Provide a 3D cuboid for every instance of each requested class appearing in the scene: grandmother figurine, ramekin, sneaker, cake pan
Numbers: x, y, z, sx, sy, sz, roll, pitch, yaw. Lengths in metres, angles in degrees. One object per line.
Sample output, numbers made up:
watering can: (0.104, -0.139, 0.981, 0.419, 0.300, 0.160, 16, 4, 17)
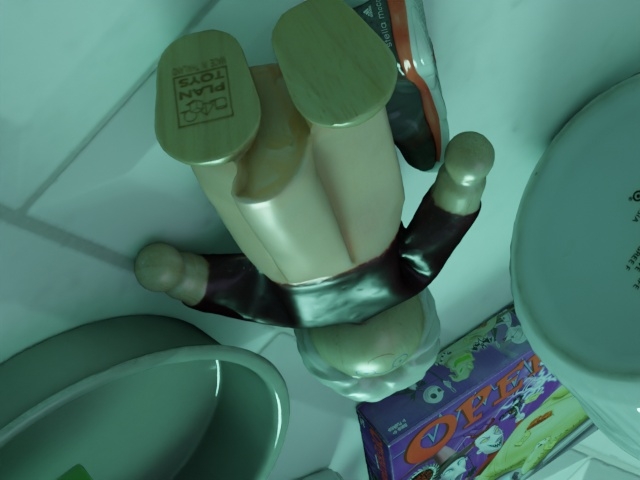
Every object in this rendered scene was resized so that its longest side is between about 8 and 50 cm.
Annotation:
grandmother figurine: (0.000, 0.000, 1.101, 0.207, 0.104, 0.342, -8, 152, 11)
ramekin: (0.242, 0.008, 1.253, 0.273, 0.273, 0.127, -47, 137, 12)
sneaker: (0.034, -0.088, 1.097, 0.064, 0.061, 0.158, -12, 148, 5)
cake pan: (-0.152, 0.154, 1.191, 0.293, 0.054, 0.293, -29, 148, -20)

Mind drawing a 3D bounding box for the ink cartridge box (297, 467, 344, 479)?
ink cartridge box: (-0.024, 0.232, 1.398, 0.135, 0.099, 0.056, -17, 143, -35)

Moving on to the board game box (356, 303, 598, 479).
board game box: (0.186, 0.096, 1.515, 0.346, 0.056, 0.208, -33, 145, -13)

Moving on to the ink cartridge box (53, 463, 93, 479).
ink cartridge box: (-0.147, 0.224, 1.173, 0.109, 0.062, 0.209, -35, 150, -10)
